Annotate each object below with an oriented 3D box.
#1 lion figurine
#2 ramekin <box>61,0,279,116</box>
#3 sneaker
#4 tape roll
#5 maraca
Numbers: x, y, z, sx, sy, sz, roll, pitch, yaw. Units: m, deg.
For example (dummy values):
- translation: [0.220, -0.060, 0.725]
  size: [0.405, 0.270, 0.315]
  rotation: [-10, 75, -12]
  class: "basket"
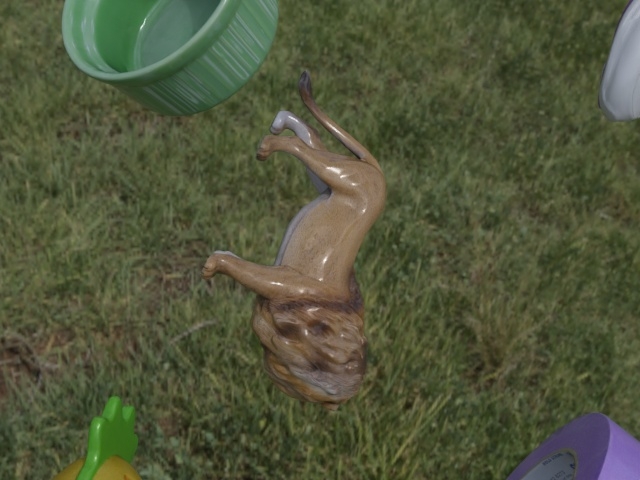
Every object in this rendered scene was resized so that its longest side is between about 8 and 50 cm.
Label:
- translation: [0.000, 0.000, 1.125]
  size: [0.240, 0.142, 0.392]
  rotation: [24, 83, -5]
  class: "lion figurine"
- translation: [-0.208, -0.329, 1.286]
  size: [0.303, 0.148, 0.303]
  rotation: [-11, 64, 23]
  class: "ramekin"
- translation: [0.410, -0.226, 0.885]
  size: [0.305, 0.114, 0.152]
  rotation: [-45, 55, 3]
  class: "sneaker"
- translation: [0.204, 0.290, 0.798]
  size: [0.090, 0.275, 0.275]
  rotation: [38, 46, 4]
  class: "tape roll"
- translation: [-0.185, 0.224, 0.730]
  size: [0.099, 0.127, 0.185]
  rotation: [8, 70, 5]
  class: "maraca"
